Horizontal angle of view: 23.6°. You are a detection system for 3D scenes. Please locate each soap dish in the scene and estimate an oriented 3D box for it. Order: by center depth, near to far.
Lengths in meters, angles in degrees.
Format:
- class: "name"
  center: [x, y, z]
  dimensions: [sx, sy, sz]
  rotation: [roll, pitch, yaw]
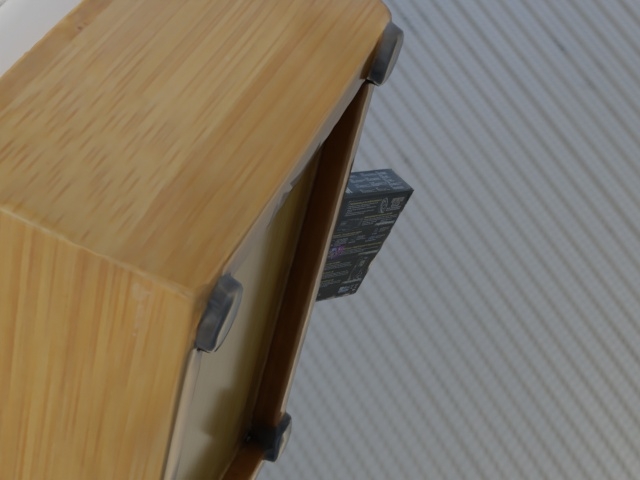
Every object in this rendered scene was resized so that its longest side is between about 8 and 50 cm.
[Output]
- class: "soap dish"
  center: [-0.074, 0.036, 0.579]
  dimensions: [0.118, 0.229, 0.291]
  rotation: [22, 129, 9]

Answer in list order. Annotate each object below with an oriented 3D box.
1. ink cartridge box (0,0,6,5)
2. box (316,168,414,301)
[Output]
- class: "ink cartridge box"
  center: [-0.104, -0.266, 0.820]
  dimensions: [0.207, 0.117, 0.283]
  rotation: [-18, 33, 31]
- class: "box"
  center: [0.000, 0.000, 0.721]
  dimensions: [0.018, 0.083, 0.067]
  rotation: [44, 121, 27]
